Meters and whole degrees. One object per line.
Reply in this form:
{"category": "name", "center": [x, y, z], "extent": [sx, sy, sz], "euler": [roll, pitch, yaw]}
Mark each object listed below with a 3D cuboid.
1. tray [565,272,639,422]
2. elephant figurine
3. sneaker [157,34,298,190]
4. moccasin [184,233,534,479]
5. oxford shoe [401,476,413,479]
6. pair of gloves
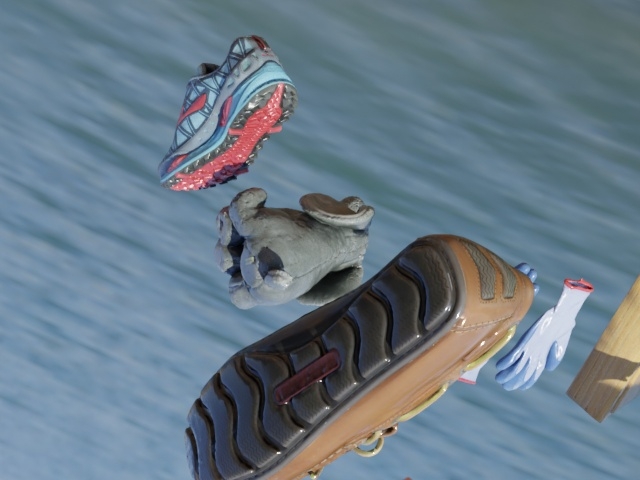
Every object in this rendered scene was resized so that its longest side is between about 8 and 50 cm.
{"category": "tray", "center": [0.501, 0.060, 2.190], "extent": [0.076, 0.203, 0.411], "euler": [43, 131, 22]}
{"category": "elephant figurine", "center": [0.000, 0.000, 2.014], "extent": [0.239, 0.186, 0.169], "euler": [-7, 154, -26]}
{"category": "sneaker", "center": [-0.123, -0.160, 2.003], "extent": [0.104, 0.125, 0.262], "euler": [2, 148, -42]}
{"category": "moccasin", "center": [0.025, 0.122, 1.414], "extent": [0.147, 0.139, 0.380], "euler": [17, 131, -45]}
{"category": "oxford shoe", "center": [0.083, 0.413, 1.733], "extent": [0.133, 0.363, 0.130], "euler": [32, 128, -12]}
{"category": "pair of gloves", "center": [0.222, 0.100, 1.805], "extent": [0.198, 0.159, 0.023], "euler": [15, -160, -44]}
